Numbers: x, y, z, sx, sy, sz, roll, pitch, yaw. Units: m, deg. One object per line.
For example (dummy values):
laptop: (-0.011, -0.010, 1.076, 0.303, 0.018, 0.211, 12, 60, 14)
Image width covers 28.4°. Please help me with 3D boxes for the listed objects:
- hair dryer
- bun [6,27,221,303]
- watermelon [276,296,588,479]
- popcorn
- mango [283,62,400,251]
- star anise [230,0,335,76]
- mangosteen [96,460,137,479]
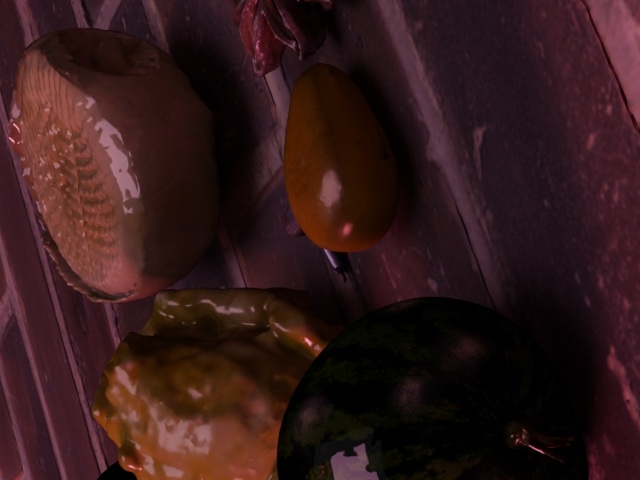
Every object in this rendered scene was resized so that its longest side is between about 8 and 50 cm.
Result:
hair dryer: (0.000, 0.000, 1.386, 0.114, 0.037, 0.063, 61, 148, 18)
bun: (-0.241, -0.104, 1.605, 0.364, 0.202, 0.364, 33, 132, 46)
watermelon: (0.091, 0.180, 1.065, 0.269, 0.269, 0.269, 27, 122, 55)
popcorn: (-0.086, 0.187, 1.356, 0.312, 0.312, 0.312, 27, 122, 55)
mango: (0.018, -0.084, 1.264, 0.137, 0.098, 0.195, 155, 110, -63)
star anise: (-0.048, -0.272, 1.339, 0.197, 0.073, 0.212, -39, 62, 54)
mangosteen: (-0.180, 0.378, 1.643, 0.302, 0.275, 0.275, -76, -11, -68)
